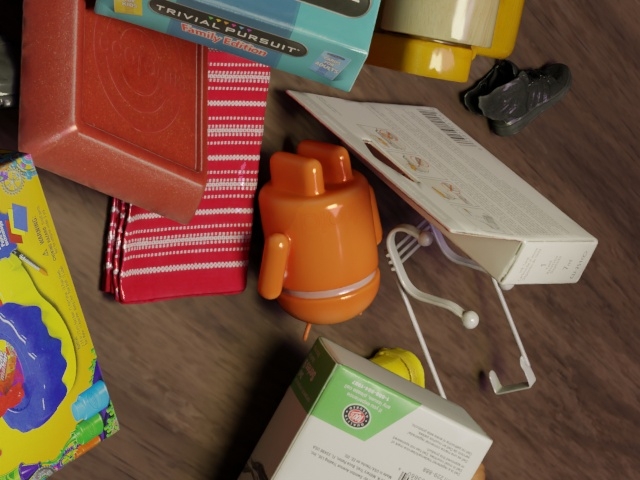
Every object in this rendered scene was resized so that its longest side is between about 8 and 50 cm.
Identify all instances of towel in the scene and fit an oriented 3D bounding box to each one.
[{"bbox_3d":[-0.138,-0.070,1.917,0.199,0.031,0.275,-2,102,-45],"label":"towel"}]

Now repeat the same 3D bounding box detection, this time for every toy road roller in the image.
[{"bbox_3d":[0.141,-0.278,1.926,0.240,0.329,0.202,7,98,-25],"label":"toy road roller"}]

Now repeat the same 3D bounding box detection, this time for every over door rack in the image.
[{"bbox_3d":[0.193,0.090,2.171,0.239,0.108,0.324,-40,123,-53],"label":"over door rack"}]

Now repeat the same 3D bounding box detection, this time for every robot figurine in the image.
[{"bbox_3d":[-0.002,0.001,2.003,0.158,0.128,0.219,-73,157,-65],"label":"robot figurine"}]

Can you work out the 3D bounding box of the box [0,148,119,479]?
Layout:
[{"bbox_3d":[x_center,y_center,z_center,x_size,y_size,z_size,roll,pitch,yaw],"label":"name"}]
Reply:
[{"bbox_3d":[-0.373,0.099,1.610,0.279,0.177,0.290,-33,119,-36],"label":"box"}]

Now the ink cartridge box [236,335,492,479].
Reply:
[{"bbox_3d":[0.024,0.287,2.018,0.211,0.121,0.289,28,96,-18],"label":"ink cartridge box"}]

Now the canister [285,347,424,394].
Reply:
[{"bbox_3d":[0.040,0.209,2.140,0.170,0.073,0.126,-15,111,-40],"label":"canister"}]

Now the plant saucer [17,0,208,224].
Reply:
[{"bbox_3d":[-0.186,-0.171,1.737,0.258,0.047,0.259,23,60,-54],"label":"plant saucer"}]

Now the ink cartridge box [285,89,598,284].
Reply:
[{"bbox_3d":[0.124,-0.059,1.989,0.261,0.296,0.066,2,122,-45],"label":"ink cartridge box"}]

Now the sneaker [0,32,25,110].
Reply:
[{"bbox_3d":[-0.345,-0.180,1.634,0.286,0.109,0.130,-4,94,-48],"label":"sneaker"}]

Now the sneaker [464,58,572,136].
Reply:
[{"bbox_3d":[0.251,-0.195,2.250,0.170,0.051,0.089,-42,132,-25],"label":"sneaker"}]

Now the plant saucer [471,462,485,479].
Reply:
[{"bbox_3d":[0.137,0.353,2.228,0.200,0.037,0.200,-40,158,-19],"label":"plant saucer"}]

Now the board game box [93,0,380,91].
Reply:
[{"bbox_3d":[-0.049,-0.336,1.720,0.253,0.079,0.336,17,63,-7],"label":"board game box"}]
